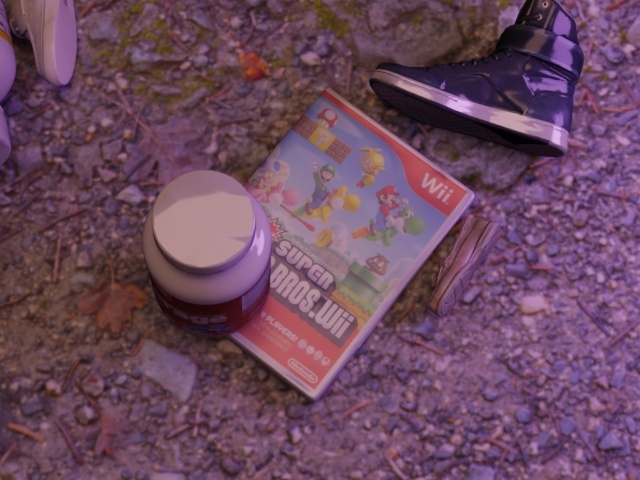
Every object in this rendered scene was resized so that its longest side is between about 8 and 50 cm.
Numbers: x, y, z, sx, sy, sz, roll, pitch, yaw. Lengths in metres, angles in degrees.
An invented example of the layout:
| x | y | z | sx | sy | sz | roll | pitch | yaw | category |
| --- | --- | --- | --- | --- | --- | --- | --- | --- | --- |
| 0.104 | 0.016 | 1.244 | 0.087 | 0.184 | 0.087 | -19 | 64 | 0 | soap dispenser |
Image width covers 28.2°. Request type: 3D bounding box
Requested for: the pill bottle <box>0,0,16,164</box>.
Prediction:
| x | y | z | sx | sy | sz | roll | pitch | yaw | category |
| --- | --- | --- | --- | --- | --- | --- | --- | --- | --- |
| -0.420 | -0.232 | 1.313 | 0.188 | 0.188 | 0.333 | -13 | 74 | -7 | pill bottle |

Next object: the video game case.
| x | y | z | sx | sy | sz | roll | pitch | yaw | category |
| --- | --- | --- | --- | --- | --- | --- | --- | --- | --- |
| 0.000 | 0.000 | 1.348 | 0.204 | 0.025 | 0.285 | 37 | 74 | 8 | video game case |

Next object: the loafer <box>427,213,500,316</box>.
| x | y | z | sx | sy | sz | roll | pitch | yaw | category |
| --- | --- | --- | --- | --- | --- | --- | --- | --- | --- |
| 0.144 | 0.025 | 1.343 | 0.039 | 0.045 | 0.125 | 27 | 66 | 23 | loafer |

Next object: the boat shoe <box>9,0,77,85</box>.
| x | y | z | sx | sy | sz | roll | pitch | yaw | category |
| --- | --- | --- | --- | --- | --- | --- | --- | --- | --- |
| -0.308 | -0.250 | 1.392 | 0.063 | 0.066 | 0.184 | -11 | 75 | 8 | boat shoe |

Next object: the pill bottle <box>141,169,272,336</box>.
| x | y | z | sx | sy | sz | roll | pitch | yaw | category |
| --- | --- | --- | --- | --- | --- | --- | --- | --- | --- |
| -0.107 | 0.012 | 1.212 | 0.121 | 0.216 | 0.121 | 1 | 73 | -2 | pill bottle |

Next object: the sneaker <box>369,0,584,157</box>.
| x | y | z | sx | sy | sz | roll | pitch | yaw | category |
| --- | --- | --- | --- | --- | --- | --- | --- | --- | --- |
| 0.175 | -0.198 | 1.378 | 0.226 | 0.086 | 0.163 | 16 | 83 | -8 | sneaker |
